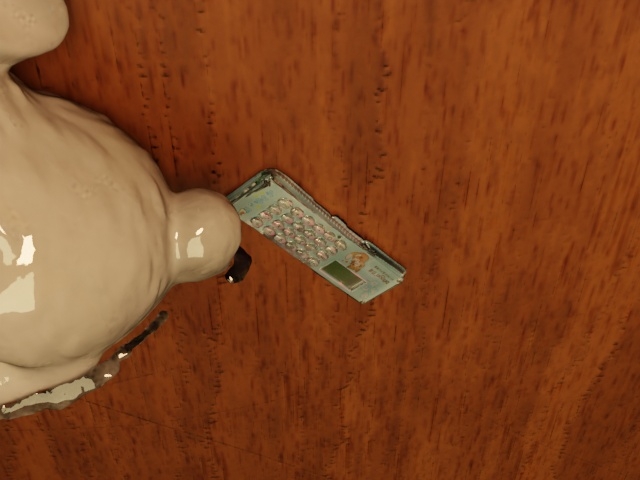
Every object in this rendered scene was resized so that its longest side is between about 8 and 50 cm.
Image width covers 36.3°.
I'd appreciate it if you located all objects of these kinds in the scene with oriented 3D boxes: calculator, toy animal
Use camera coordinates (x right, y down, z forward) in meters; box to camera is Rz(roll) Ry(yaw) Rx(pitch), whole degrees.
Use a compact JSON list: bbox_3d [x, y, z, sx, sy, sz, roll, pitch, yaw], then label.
[{"bbox_3d":[0.000,0.000,0.787,0.057,0.018,0.172,-31,132,28],"label":"calculator"},{"bbox_3d":[-0.215,-0.064,0.578,0.257,0.194,0.357,-28,136,-7],"label":"toy animal"}]
